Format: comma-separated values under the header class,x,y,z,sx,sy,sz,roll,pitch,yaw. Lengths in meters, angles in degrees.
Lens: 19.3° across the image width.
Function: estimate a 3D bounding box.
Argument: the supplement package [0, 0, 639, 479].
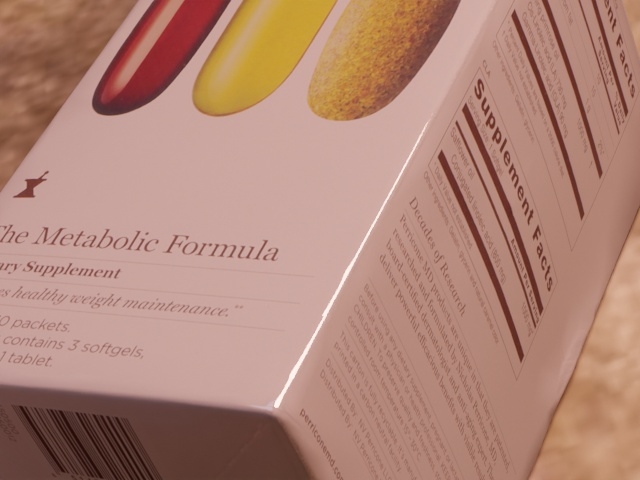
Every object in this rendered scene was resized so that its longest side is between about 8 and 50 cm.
class,x,y,z,sx,sy,sz,roll,pitch,yaw
supplement package,0.000,0.000,0.594,0.139,0.134,0.244,3,46,30
